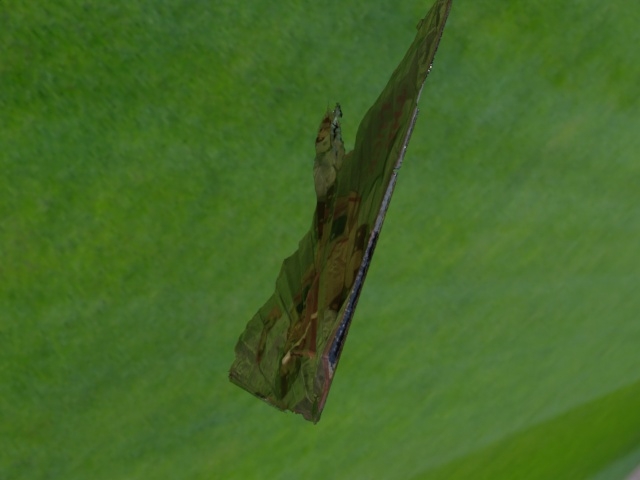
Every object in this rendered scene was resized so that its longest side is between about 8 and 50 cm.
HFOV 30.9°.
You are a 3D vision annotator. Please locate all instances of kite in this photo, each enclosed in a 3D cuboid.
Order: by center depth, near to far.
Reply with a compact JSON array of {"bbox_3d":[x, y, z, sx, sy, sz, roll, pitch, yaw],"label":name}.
[{"bbox_3d":[0.000,0.000,0.637,0.268,0.013,0.323,-86,-159,-50],"label":"kite"}]
